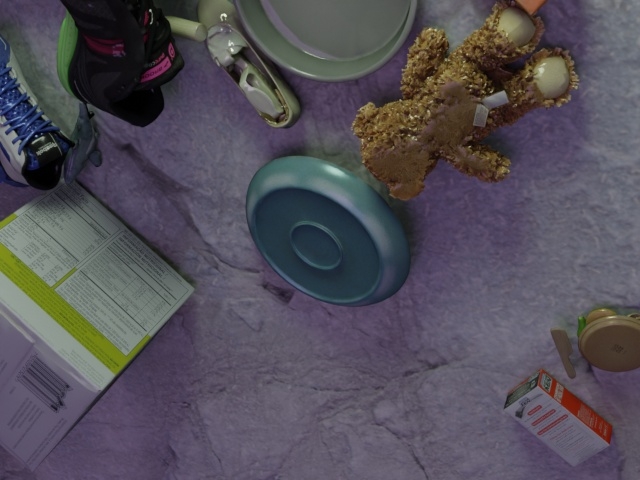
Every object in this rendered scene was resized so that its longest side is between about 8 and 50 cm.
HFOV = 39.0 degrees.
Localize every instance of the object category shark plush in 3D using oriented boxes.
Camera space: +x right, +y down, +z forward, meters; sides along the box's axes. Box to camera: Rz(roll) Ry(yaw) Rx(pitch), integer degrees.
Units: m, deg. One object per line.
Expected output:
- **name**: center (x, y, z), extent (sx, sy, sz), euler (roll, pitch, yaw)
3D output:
- **shark plush**: center (-0.430, -0.178, 1.637), extent (0.073, 0.067, 0.161), euler (34, 127, 0)

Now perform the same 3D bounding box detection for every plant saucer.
- **plant saucer**: center (0.000, 0.000, 1.540), extent (0.317, 0.044, 0.318), euler (20, 137, 20)

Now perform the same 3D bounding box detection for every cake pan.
- **cake pan**: center (0.008, -0.379, 1.333), extent (0.293, 0.054, 0.293), euler (11, 124, 17)

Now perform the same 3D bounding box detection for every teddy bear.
- **teddy bear**: center (0.210, -0.204, 1.340), extent (0.245, 0.113, 0.338), euler (32, 120, -7)

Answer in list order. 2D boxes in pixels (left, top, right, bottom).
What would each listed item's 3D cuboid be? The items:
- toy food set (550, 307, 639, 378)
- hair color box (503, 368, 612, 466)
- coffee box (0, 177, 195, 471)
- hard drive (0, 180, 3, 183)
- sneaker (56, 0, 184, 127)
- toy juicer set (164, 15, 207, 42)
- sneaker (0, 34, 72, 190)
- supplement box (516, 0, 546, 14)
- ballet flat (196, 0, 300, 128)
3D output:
- **toy food set**: center (0.486, 0.162, 1.486), extent (0.192, 0.038, 0.132), euler (-12, 122, 23)
- **hair color box**: center (0.418, 0.313, 1.594), extent (0.167, 0.053, 0.093), euler (39, 128, -5)
- **coffee box**: center (-0.511, 0.152, 1.711), extent (0.338, 0.334, 0.337), euler (42, 128, -4)
- **hard drive**: center (-0.756, -0.230, 1.760), extent (0.210, 0.040, 0.319), euler (-17, 112, 30)
- **sneaker**: center (-0.285, -0.331, 1.330), extent (0.202, 0.185, 0.483), euler (37, 159, 6)
- **toy juicer set**: center (-0.208, -0.427, 1.364), extent (0.209, 0.089, 0.329), euler (35, 145, 15)
- **sneaker**: center (-0.523, -0.215, 1.584), extent (0.182, 0.127, 0.315), euler (23, 138, 41)
- **supplement box**: center (0.228, -0.413, 1.205), extent (0.233, 0.080, 0.078), euler (43, 124, -4)
- **ballet flat**: center (-0.120, -0.278, 1.435), extent (0.086, 0.086, 0.248), euler (-31, 105, 34)
